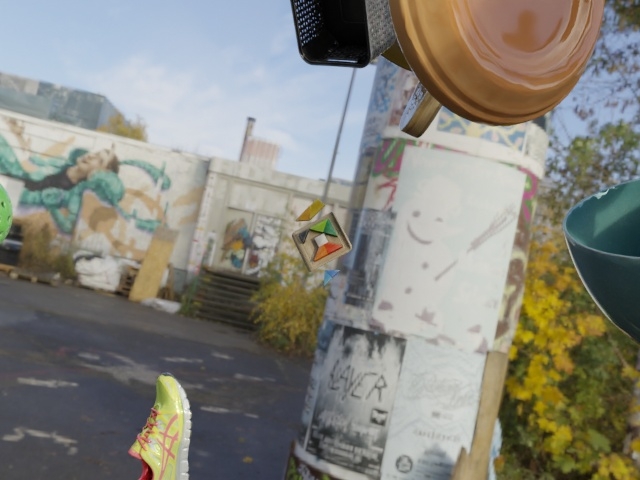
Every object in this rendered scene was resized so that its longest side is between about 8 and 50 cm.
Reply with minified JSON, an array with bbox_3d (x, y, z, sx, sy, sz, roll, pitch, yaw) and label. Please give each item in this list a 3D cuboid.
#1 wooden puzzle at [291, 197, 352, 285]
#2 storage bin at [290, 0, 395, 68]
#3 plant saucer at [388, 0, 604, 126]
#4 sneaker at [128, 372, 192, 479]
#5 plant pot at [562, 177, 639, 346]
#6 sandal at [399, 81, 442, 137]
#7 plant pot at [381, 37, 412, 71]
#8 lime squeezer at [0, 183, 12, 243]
[{"bbox_3d":[0.000,0.000,0.963,0.116,0.078,0.014,56,4,23],"label":"wooden puzzle"},{"bbox_3d":[0.029,-0.346,0.946,0.122,0.180,0.084,12,39,29],"label":"storage bin"},{"bbox_3d":[0.140,-0.184,0.487,0.199,0.200,0.037,14,-1,-28],"label":"plant saucer"},{"bbox_3d":[-0.265,0.322,1.092,0.094,0.209,0.081,1,-3,-29],"label":"sneaker"},{"bbox_3d":[0.485,0.047,0.879,0.290,0.196,0.290,-15,19,5],"label":"plant pot"},{"bbox_3d":[0.126,-0.227,0.711,0.079,0.240,0.088,23,29,-10],"label":"sandal"},{"bbox_3d":[0.216,-0.471,1.321,0.254,0.239,0.254,26,-3,2],"label":"plant pot"},{"bbox_3d":[-0.254,-0.037,0.410,0.109,0.310,0.059,-26,-17,-1],"label":"lime squeezer"}]
